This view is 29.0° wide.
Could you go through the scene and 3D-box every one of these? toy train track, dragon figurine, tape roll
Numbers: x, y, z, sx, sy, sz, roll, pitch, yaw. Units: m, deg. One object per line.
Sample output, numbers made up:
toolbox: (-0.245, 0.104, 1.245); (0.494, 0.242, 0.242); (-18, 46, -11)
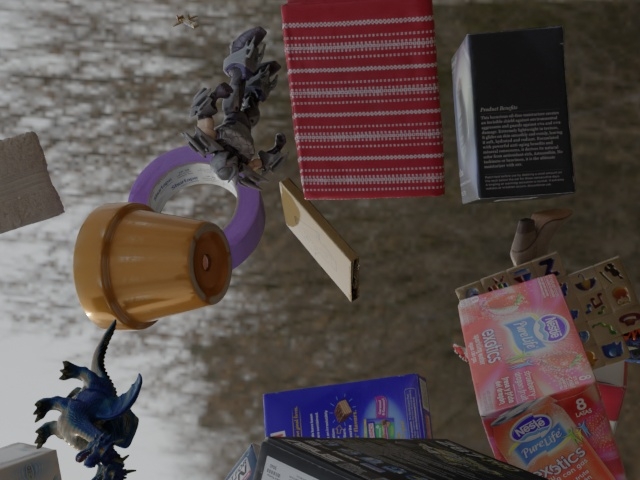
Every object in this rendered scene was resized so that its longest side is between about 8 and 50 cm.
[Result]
toy train track: (-0.227, -0.376, 2.107); (0.083, 0.048, 0.014); (38, 151, 57)
dragon figurine: (-0.277, 0.218, 1.607); (0.289, 0.144, 0.085); (-61, -19, -60)
tape roll: (-0.254, -0.059, 2.549); (0.090, 0.275, 0.274); (76, -158, -62)

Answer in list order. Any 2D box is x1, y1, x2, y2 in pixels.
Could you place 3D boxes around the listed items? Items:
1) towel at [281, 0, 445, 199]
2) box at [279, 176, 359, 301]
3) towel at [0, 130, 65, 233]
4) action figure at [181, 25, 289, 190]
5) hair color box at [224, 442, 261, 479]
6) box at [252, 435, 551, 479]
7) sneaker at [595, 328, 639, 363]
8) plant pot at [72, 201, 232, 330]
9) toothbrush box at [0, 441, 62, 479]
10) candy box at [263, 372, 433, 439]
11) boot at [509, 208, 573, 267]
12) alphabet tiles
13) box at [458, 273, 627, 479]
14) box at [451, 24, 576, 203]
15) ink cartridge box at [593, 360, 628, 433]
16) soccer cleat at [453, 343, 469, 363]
towel: (0.058, -0.188, 1.610); (0.031, 0.199, 0.274); (-57, -37, -66)
box: (0.000, 0.000, 2.161); (0.021, 0.201, 0.164); (-35, -24, -15)
towel: (-0.675, -0.099, 2.479); (0.187, 0.282, 0.049); (71, 161, -2)
action figure: (-0.127, -0.200, 1.961); (0.185, 0.099, 0.285); (47, -143, -39)
hair color box: (-0.012, 0.418, 1.551); (0.105, 0.174, 0.347); (-55, 27, 14)
box: (0.174, 0.285, 1.173); (0.318, 0.395, 0.097); (8, -84, -50)
sneaker: (0.441, 0.139, 1.850); (0.087, 0.221, 0.083); (44, -140, -60)
plant pot: (-0.249, 0.040, 1.932); (0.205, 0.188, 0.205); (8, -99, -63)
toothbrush box: (-0.486, 0.473, 1.837); (0.216, 0.126, 0.295); (-14, -83, -41)
candy box: (0.059, 0.414, 2.422); (0.122, 0.317, 0.268); (47, -144, -71)
boot: (0.330, 0.004, 1.852); (0.042, 0.118, 0.087); (25, 123, 54)
alphabet tiles: (0.344, 0.114, 1.807); (0.198, 0.237, 0.009); (64, -165, -17)
box: (0.271, 0.182, 1.557); (0.300, 0.142, 0.154); (-88, -22, -68)
box: (0.345, -0.220, 2.267); (0.296, 0.183, 0.294); (54, -147, -89)
ink cartridge box: (0.426, 0.293, 2.087); (0.226, 0.131, 0.306); (-65, -14, -59)
soccer cleat: (0.251, 0.185, 1.983); (0.035, 0.083, 0.029); (-54, -26, -3)
